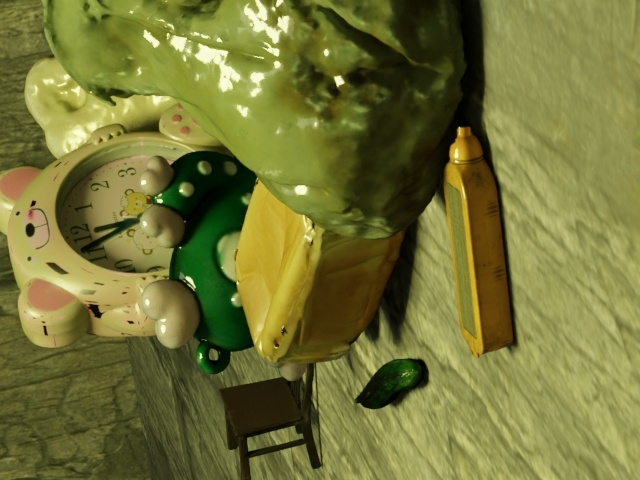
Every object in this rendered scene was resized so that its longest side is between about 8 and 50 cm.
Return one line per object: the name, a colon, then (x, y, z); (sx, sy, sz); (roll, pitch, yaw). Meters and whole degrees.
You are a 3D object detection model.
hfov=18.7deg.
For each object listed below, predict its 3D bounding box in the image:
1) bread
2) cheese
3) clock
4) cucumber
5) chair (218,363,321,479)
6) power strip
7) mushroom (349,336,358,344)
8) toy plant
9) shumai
bread: (0.000, 0.000, 1.710); (0.241, 0.107, 0.136); (110, 145, -51)
cheese: (-0.202, -0.193, 2.444); (0.174, 0.251, 0.248); (62, -159, 13)
clock: (-0.213, -0.013, 2.250); (0.114, 0.309, 0.284); (91, 162, -55)
cucumber: (0.063, 0.130, 1.783); (0.184, 0.033, 0.036); (128, 154, -74)
chair: (-0.061, 0.171, 2.229); (0.084, 0.101, 0.212); (-118, 19, -51)
power strip: (0.114, 0.000, 1.423); (0.049, 0.028, 0.178); (-132, 32, -68)
mushroom: (0.011, 0.044, 1.869); (0.123, 0.052, 0.123); (6, 97, 56)
toy plant: (-0.082, 0.020, 1.941); (0.112, 0.232, 0.243); (-11, 80, 51)
shumai: (-0.061, -0.149, 1.458); (0.292, 0.288, 0.330); (-135, 36, -67)
